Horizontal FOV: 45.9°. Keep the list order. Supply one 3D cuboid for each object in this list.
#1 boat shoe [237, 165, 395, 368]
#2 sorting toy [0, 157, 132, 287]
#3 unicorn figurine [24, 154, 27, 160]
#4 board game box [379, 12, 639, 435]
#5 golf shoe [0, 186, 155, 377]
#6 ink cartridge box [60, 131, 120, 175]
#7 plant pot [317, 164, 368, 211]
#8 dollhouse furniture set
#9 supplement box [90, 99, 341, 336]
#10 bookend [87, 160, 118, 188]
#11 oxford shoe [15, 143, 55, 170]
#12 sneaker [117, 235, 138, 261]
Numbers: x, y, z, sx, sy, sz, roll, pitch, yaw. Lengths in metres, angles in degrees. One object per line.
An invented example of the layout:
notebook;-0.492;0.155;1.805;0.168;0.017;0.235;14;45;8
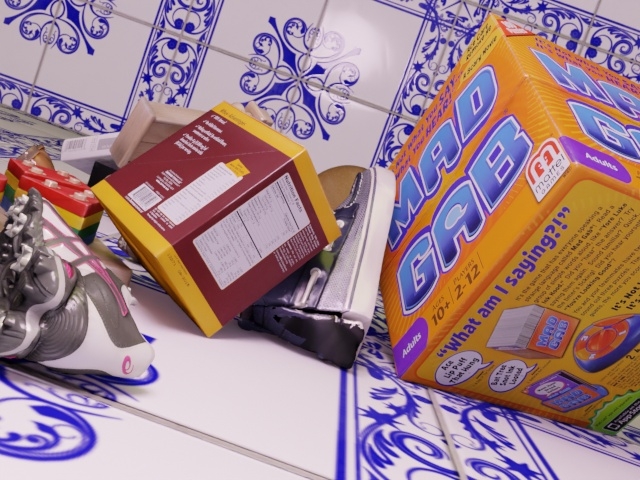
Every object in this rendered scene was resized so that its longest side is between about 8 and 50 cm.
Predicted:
boat shoe;0.000;0.000;0.978;0.158;0.127;0.340;16;39;-1
sorting toy;-0.375;-0.045;0.904;0.257;0.089;0.255;16;7;-36
unicorn figurine;-0.451;-0.086;1.253;0.111;0.060;0.162;17;-10;-27
board game box;0.315;-0.015;1.021;0.356;0.356;0.356;18;37;-20
golf shoe;-0.230;0.042;0.649;0.120;0.105;0.273;35;3;-32
ink cartridge box;-0.388;-0.150;1.556;0.181;0.056;0.224;-2;-17;32
plant pot;0.078;-0.015;1.664;0.237;0.237;0.254;18;19;-18
dollhouse furniture set;-0.179;-0.042;1.188;0.174;0.303;0.355;2;47;-48
supplement box;-0.119;-0.034;0.863;0.191;0.194;0.129;36;-23;46
bookend;-0.350;-0.088;1.498;0.156;0.072;0.157;23;6;31
oxford shoe;-0.533;-0.133;1.418;0.076;0.076;0.212;50;-7;-19
sneaker;-0.244;-0.007;1.113;0.071;0.066;0.188;19;5;-4
